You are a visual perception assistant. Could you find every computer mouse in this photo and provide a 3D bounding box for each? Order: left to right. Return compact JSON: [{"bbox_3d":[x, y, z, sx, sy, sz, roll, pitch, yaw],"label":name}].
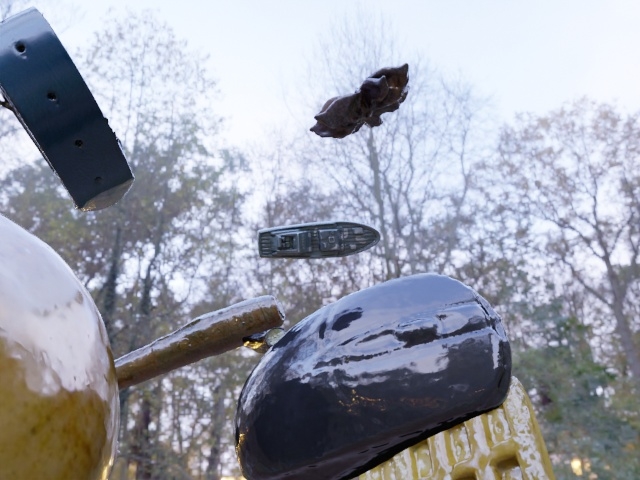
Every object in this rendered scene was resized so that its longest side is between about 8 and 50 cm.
[{"bbox_3d":[0.026,0.119,0.541,0.269,0.138,0.086,-30,-40,11],"label":"computer mouse"}]

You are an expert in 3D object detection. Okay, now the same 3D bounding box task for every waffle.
[{"bbox_3d":[0.150,0.297,0.712,0.248,0.221,0.055,-35,-55,27],"label":"waffle"}]

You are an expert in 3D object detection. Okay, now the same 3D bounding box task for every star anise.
[{"bbox_3d":[0.080,-0.247,1.188,0.212,0.073,0.197,-31,-5,10],"label":"star anise"}]

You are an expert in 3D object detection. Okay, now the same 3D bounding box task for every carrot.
[{"bbox_3d":[-0.216,0.165,0.974,0.342,0.070,0.070,-22,-27,0],"label":"carrot"}]

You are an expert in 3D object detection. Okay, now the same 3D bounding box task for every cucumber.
[{"bbox_3d":[-0.073,0.138,0.866,0.033,0.034,0.135,-12,-8,-23],"label":"cucumber"}]

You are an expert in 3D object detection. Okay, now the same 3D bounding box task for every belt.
[{"bbox_3d":[-0.549,-0.256,1.350,0.173,0.300,0.437,-34,-45,-13],"label":"belt"}]

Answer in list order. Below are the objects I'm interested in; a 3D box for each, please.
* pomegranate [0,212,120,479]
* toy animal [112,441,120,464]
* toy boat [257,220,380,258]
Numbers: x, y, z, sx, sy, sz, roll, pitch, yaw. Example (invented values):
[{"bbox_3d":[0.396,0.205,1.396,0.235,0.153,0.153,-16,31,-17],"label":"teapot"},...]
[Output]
[{"bbox_3d":[-0.317,0.158,0.391,0.416,0.417,0.417,-3,-26,-2],"label":"pomegranate"},{"bbox_3d":[-0.339,0.279,0.873,0.114,0.082,0.091,-16,-64,-28],"label":"toy animal"},{"bbox_3d":[0.000,0.000,1.327,0.260,0.078,0.085,-4,2,-11],"label":"toy boat"}]
